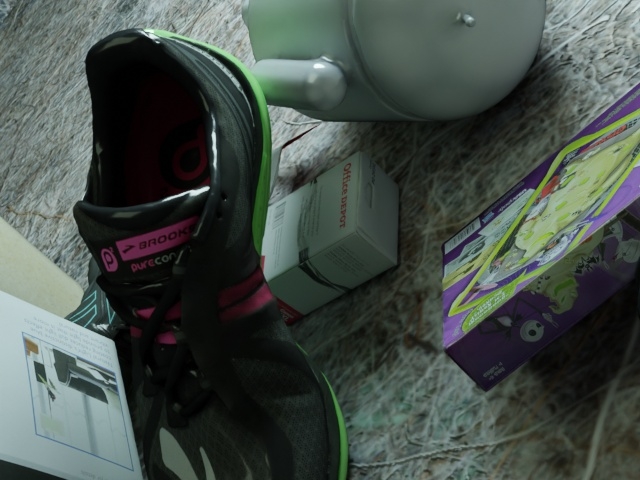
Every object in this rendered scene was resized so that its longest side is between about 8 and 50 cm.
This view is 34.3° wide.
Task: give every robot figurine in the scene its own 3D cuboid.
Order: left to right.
[{"bbox_3d":[0.068,-0.213,0.982,0.300,0.200,0.353,-42,26,-23],"label":"robot figurine"}]

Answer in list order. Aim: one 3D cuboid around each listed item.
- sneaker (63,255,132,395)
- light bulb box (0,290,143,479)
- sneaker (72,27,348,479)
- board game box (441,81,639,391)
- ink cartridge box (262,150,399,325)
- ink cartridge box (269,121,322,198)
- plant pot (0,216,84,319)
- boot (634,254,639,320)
[{"bbox_3d":[-0.219,0.084,1.141,0.106,0.101,0.267,-22,43,31],"label":"sneaker"},{"bbox_3d":[-0.345,0.285,0.908,0.358,0.225,0.361,-40,46,18],"label":"light bulb box"},{"bbox_3d":[-0.114,0.048,0.831,0.185,0.202,0.483,-21,71,19],"label":"sneaker"},{"bbox_3d":[0.225,-0.057,0.698,0.347,0.056,0.208,-41,6,17],"label":"board game box"},{"bbox_3d":[0.000,0.000,0.979,0.150,0.063,0.109,-30,36,31],"label":"ink cartridge box"},{"bbox_3d":[-0.105,-0.035,1.106,0.181,0.056,0.224,-27,3,45],"label":"ink cartridge box"},{"bbox_3d":[-0.476,0.069,1.286,0.334,0.305,0.334,-33,36,28],"label":"plant pot"},{"bbox_3d":[0.197,0.191,0.402,0.367,0.146,0.445,8,57,53],"label":"boot"}]
